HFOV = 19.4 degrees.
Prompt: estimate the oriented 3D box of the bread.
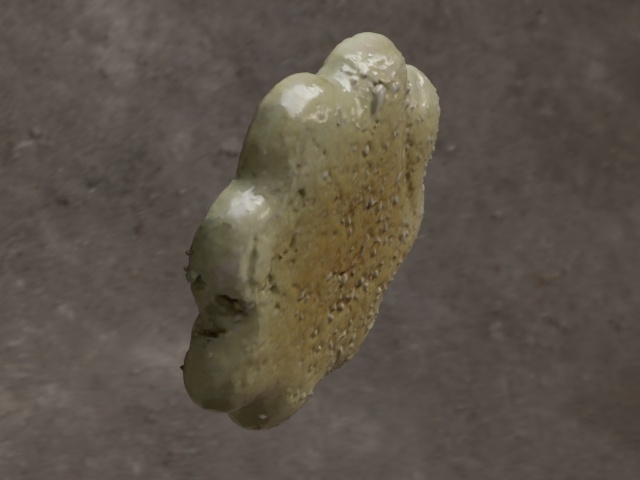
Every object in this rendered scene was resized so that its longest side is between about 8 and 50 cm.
[{"bbox_3d":[0.000,0.000,1.334,0.054,0.316,0.316,24,64,23],"label":"bread"}]
